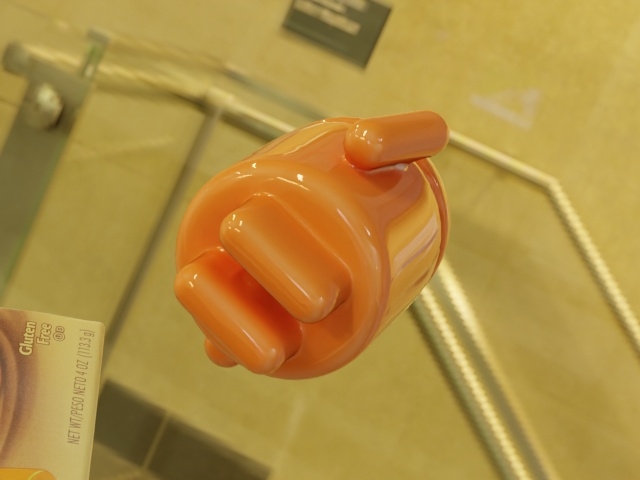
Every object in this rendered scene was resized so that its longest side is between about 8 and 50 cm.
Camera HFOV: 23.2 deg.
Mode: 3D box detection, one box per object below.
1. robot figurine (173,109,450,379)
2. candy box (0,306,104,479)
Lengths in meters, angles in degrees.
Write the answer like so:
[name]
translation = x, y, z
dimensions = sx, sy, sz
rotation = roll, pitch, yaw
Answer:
[robot figurine]
translation = 0.002, -0.001, 0.887
dimensions = 0.128, 0.158, 0.219
rotation = 8, 18, 19
[candy box]
translation = -0.219, 0.173, 0.805
dimensions = 0.182, 0.088, 0.316
rotation = 9, 47, -11
